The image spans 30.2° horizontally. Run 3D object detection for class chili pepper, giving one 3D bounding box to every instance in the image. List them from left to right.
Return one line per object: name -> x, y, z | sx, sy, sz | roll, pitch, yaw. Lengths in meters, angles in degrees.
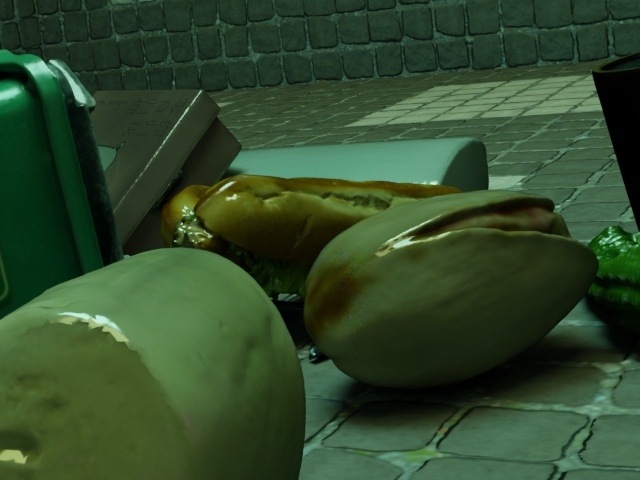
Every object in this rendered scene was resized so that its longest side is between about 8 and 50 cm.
chili pepper -> 0.249, 0.032, 0.868 | 0.099, 0.083, 0.253 | -7, 8, -5

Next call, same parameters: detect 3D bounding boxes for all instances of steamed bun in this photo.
steamed bun -> -0.105, 0.112, 0.543 | 0.200, 0.170, 0.225 | -34, -2, 15

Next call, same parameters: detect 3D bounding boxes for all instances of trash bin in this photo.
trash bin -> -0.396, -0.008, 1.023 | 0.381, 0.259, 0.295 | -22, 20, -39

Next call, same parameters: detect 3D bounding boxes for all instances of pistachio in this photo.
pistachio -> 0.089, 0.031, 0.831 | 0.215, 0.144, 0.144 | -21, 17, -18

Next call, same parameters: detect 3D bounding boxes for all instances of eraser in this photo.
eraser -> 0.020, -0.052, 1.292 | 0.290, 0.104, 0.189 | -1, 15, 23

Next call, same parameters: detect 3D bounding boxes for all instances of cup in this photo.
cup -> 0.370, -0.088, 1.035 | 0.239, 0.177, 0.166 | -5, 13, 42

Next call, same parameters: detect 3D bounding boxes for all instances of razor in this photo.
razor -> -0.035, 0.061, 0.999 | 0.066, 0.033, 0.190 | -16, 15, -33

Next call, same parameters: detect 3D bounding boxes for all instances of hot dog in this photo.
hot dog -> 0.000, 0.000, 1.027 | 0.337, 0.100, 0.135 | 0, -4, -45

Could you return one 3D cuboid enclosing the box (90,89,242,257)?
box -> -0.217, -0.060, 1.273 | 0.215, 0.086, 0.215 | 8, 58, 47
